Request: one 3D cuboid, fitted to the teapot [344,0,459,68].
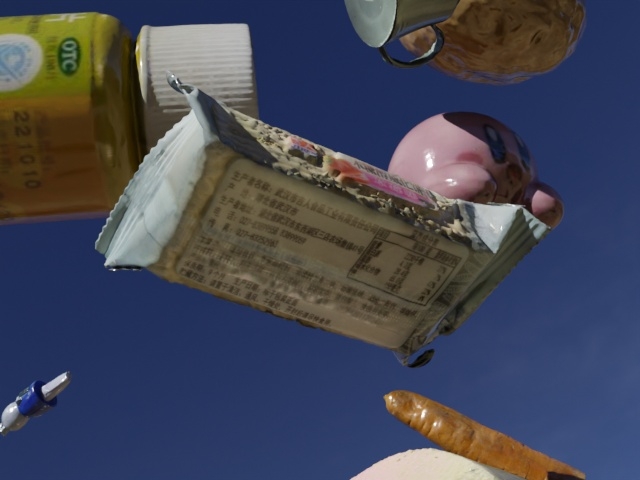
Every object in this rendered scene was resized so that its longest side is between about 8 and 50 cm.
[{"bbox_3d":[0.125,-0.340,1.104,0.149,0.162,0.239,-17,-52,-19],"label":"teapot"}]

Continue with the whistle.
[{"bbox_3d":[-0.250,0.140,0.733,0.083,0.033,0.029,-35,-60,10],"label":"whistle"}]

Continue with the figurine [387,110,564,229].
[{"bbox_3d":[0.192,-0.074,1.222,0.270,0.211,0.261,10,-32,-28],"label":"figurine"}]

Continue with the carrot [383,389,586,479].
[{"bbox_3d":[0.155,0.205,0.828,0.061,0.210,0.061,-55,-16,-25],"label":"carrot"}]

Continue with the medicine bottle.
[{"bbox_3d":[-0.262,-0.131,0.906,0.384,0.224,0.224,-4,-43,-6],"label":"medicine bottle"}]

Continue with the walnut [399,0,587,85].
[{"bbox_3d":[0.252,-0.400,1.320,0.344,0.306,0.306,-3,-45,-26],"label":"walnut"}]

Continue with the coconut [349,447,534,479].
[{"bbox_3d":[0.089,0.273,0.598,0.233,0.233,0.245,-44,-40,20],"label":"coconut"}]

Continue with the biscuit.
[{"bbox_3d":[-0.002,0.004,0.648,0.309,0.079,0.186,18,-54,-21],"label":"biscuit"}]
